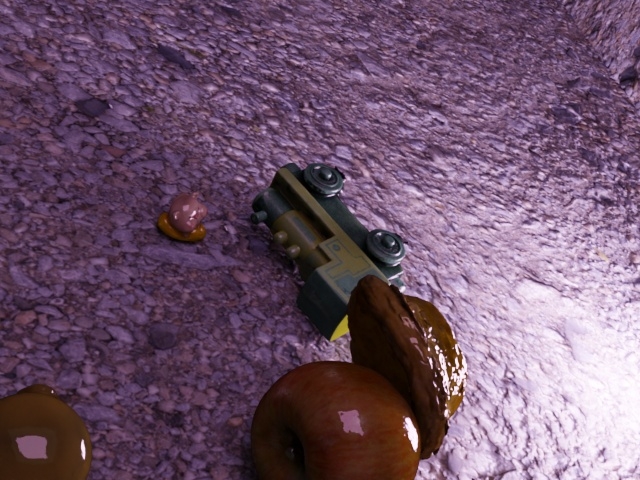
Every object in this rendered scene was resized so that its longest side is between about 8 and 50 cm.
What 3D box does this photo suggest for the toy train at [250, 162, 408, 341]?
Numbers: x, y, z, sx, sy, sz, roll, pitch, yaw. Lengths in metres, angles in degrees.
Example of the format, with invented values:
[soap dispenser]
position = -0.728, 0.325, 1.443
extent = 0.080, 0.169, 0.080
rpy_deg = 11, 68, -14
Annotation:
[toy train]
position = 0.000, 0.000, 1.875
extent = 0.237, 0.150, 0.369
rpy_deg = -24, 64, -40

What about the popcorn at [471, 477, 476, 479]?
[popcorn]
position = 0.326, 0.493, 1.585
extent = 0.195, 0.168, 0.173
rpy_deg = 6, 51, 23

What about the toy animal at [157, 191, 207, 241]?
[toy animal]
position = -0.244, -0.051, 1.797
extent = 0.091, 0.082, 0.114
rpy_deg = 34, 38, -2

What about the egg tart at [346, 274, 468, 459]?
[egg tart]
position = 0.150, 0.202, 1.609
extent = 0.129, 0.341, 0.341
rpy_deg = -20, 59, -15

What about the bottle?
[bottle]
position = -0.369, 0.309, 1.116
extent = 0.171, 0.351, 0.171
rpy_deg = 20, 40, -18

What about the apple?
[apple]
position = 0.032, 0.313, 1.474
extent = 0.264, 0.264, 0.264
rpy_deg = 19, 41, -18
